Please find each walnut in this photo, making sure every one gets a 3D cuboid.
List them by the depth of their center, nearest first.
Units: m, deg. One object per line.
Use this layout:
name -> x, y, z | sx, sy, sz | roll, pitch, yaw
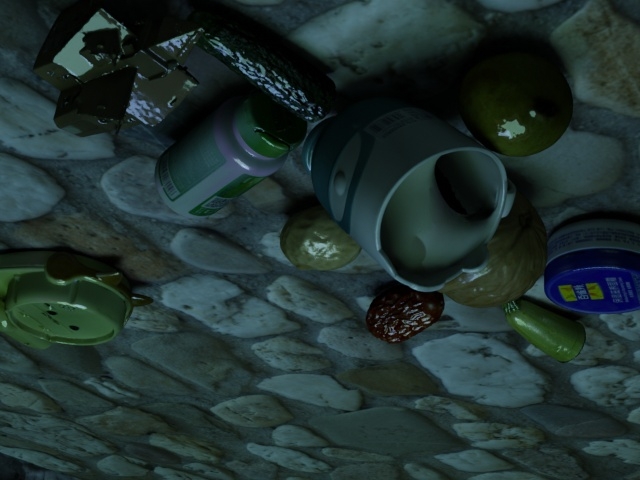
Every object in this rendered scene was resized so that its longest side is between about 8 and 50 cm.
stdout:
walnut -> 0.262, 0.009, 1.707 | 0.228, 0.228, 0.228 | 5, 152, 3

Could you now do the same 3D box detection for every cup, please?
cup -> 0.146, -0.082, 1.492 | 0.290, 0.257, 0.219 | -3, 120, -32

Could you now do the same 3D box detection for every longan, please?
longan -> 0.266, -0.191, 1.422 | 0.145, 0.176, 0.155 | -41, 112, 2

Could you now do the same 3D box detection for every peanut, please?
peanut -> 0.000, 0.000, 1.837 | 0.140, 0.109, 0.159 | 31, 141, -14

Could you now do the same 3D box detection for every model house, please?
model house -> -0.243, -0.234, 1.365 | 0.248, 0.176, 0.181 | -12, 145, 43

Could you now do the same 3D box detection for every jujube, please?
jujube -> 0.173, 0.141, 2.080 | 0.176, 0.109, 0.112 | -34, 169, 40

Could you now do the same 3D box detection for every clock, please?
clock -> -0.541, 0.128, 2.171 | 0.348, 0.117, 0.286 | -6, 150, 21

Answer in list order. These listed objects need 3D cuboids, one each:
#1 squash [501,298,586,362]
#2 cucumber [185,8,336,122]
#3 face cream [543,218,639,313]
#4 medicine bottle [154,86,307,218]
squash -> 0.443, 0.163, 2.101 | 0.224, 0.094, 0.094 | 33, 143, -26
cucumber -> -0.085, -0.251, 1.431 | 0.241, 0.074, 0.074 | 31, 143, -31
face cream -> 0.502, 0.045, 1.822 | 0.206, 0.111, 0.206 | 6, 152, 3
medicine bottle -> -0.138, -0.138, 1.585 | 0.133, 0.133, 0.274 | 23, 148, -29
